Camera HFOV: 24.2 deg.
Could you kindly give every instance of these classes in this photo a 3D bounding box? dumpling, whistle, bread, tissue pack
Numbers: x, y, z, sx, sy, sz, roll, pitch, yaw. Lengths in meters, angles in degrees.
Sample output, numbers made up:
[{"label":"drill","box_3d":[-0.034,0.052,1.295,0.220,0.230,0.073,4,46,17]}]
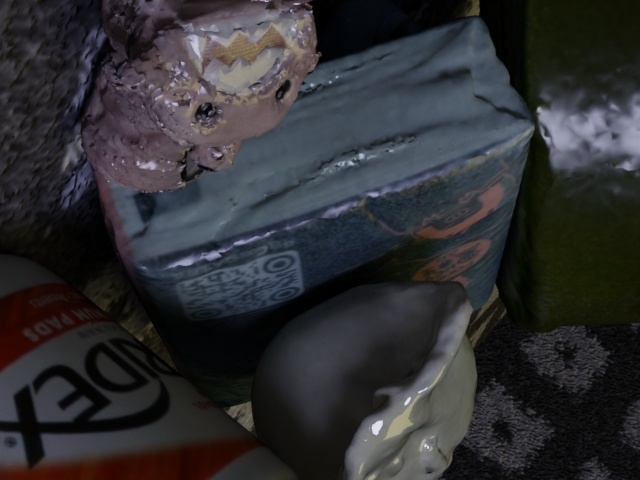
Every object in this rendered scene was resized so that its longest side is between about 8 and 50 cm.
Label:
[{"label":"dumpling","box_3d":[0.019,0.103,0.829,0.229,0.124,0.151,126,-18,-62]},{"label":"whistle","box_3d":[0.027,-0.080,1.020,0.180,0.093,0.269,-40,169,-23]},{"label":"bread","box_3d":[0.171,-0.129,1.000,0.366,0.129,0.382,-87,175,-59]},{"label":"tissue pack","box_3d":[0.000,0.000,0.908,0.228,0.103,0.316,-19,162,-4]}]

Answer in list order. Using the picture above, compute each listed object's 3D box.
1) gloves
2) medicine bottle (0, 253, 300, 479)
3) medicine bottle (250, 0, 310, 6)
[{"label":"gloves","box_3d":[-0.059,-0.080,0.697,0.110,0.094,0.144,-35,170,-21]},{"label":"medicine bottle","box_3d":[-0.142,0.169,0.729,0.252,0.241,0.252,-49,168,-14]},{"label":"medicine bottle","box_3d":[0.018,-0.187,0.549,0.247,0.147,0.147,-38,161,-49]}]
